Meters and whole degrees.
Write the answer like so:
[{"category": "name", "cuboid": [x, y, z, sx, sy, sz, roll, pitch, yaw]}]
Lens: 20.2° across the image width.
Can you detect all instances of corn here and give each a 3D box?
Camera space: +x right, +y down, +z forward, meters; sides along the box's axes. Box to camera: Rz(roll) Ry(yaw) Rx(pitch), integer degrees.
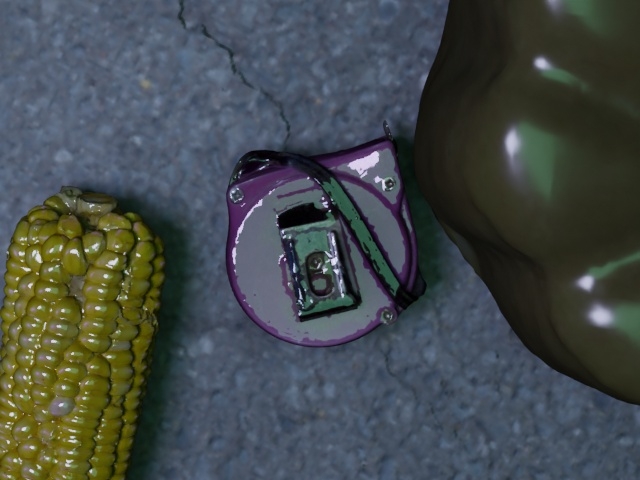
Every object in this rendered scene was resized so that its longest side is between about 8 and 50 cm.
[{"category": "corn", "cuboid": [-0.159, 0.115, 1.070, 0.101, 0.101, 0.291, 14, 97, -3]}]

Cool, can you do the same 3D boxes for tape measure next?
[{"category": "tape measure", "cuboid": [0.000, 0.000, 1.068, 0.118, 0.074, 0.125, -16, 95, 2]}]

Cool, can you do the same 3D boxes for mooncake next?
[{"category": "mooncake", "cuboid": [0.246, -0.071, 1.002, 0.378, 0.201, 0.378, 0, 98, -1]}]
